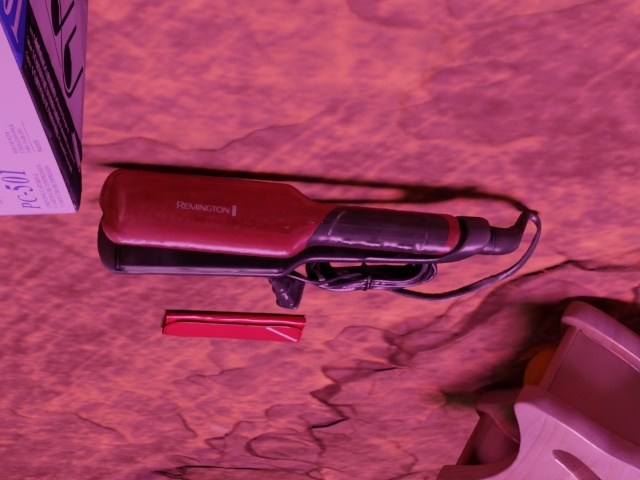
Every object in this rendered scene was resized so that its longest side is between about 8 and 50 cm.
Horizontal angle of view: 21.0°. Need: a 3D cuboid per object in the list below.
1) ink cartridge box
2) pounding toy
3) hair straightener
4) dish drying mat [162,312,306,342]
[{"bbox_3d":[-0.117,-0.093,0.581,0.046,0.097,0.207,-2,156,2],"label":"ink cartridge box"},{"bbox_3d":[0.173,0.114,1.114,0.154,0.155,0.269,22,152,18],"label":"pounding toy"},{"bbox_3d":[0.000,0.000,0.884,0.230,0.047,0.089,-1,157,-12],"label":"hair straightener"},{"bbox_3d":[-0.052,0.052,1.033,0.083,0.008,0.032,2,157,-9],"label":"dish drying mat"}]
